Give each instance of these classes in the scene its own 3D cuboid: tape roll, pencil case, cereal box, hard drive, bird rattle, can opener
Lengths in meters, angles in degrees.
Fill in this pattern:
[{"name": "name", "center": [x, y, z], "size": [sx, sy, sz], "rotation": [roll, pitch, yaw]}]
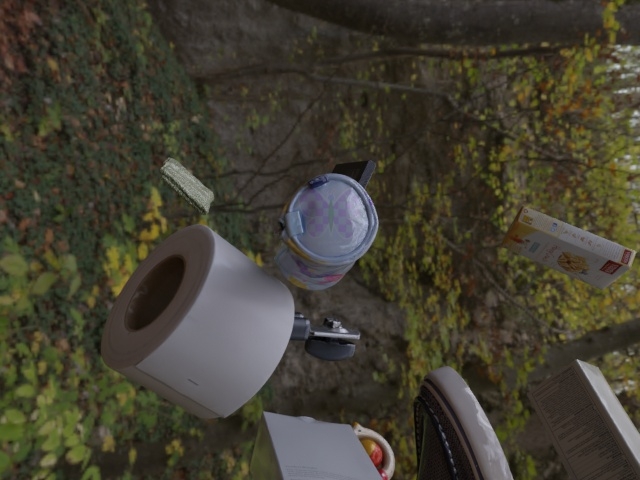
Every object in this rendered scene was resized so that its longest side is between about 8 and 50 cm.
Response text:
[{"name": "tape roll", "center": [-0.183, 0.120, 1.007], "size": [0.169, 0.246, 0.246], "rotation": [41, 8, -31]}, {"name": "pencil case", "center": [0.000, 0.000, 0.928], "size": [0.273, 0.124, 0.113], "rotation": [111, -46, -78]}, {"name": "cereal box", "center": [0.516, 0.019, 1.425], "size": [0.047, 0.240, 0.173], "rotation": [-62, 167, -15]}, {"name": "hard drive", "center": [0.055, -0.122, 1.424], "size": [0.135, 0.022, 0.094], "rotation": [5, -113, 60]}, {"name": "bird rattle", "center": [0.117, 0.579, 1.737], "size": [0.207, 0.254, 0.143], "rotation": [-51, 164, -46]}, {"name": "can opener", "center": [-0.056, 0.191, 1.317], "size": [0.076, 0.284, 0.095], "rotation": [-154, -109, -67]}]

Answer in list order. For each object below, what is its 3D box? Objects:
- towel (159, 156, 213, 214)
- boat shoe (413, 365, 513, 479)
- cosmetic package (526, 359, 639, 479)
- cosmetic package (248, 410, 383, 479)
[{"name": "towel", "center": [-0.308, -0.127, 1.552], "size": [0.148, 0.027, 0.110], "rotation": [45, 18, -19]}, {"name": "boat shoe", "center": [0.113, 0.308, 0.679], "size": [0.127, 0.158, 0.340], "rotation": [-161, -126, -77]}, {"name": "cosmetic package", "center": [0.623, 0.446, 1.530], "size": [0.160, 0.113, 0.309], "rotation": [-45, -136, 28]}, {"name": "cosmetic package", "center": [-0.012, 0.485, 1.325], "size": [0.385, 0.217, 0.156], "rotation": [-154, -103, -80]}]
